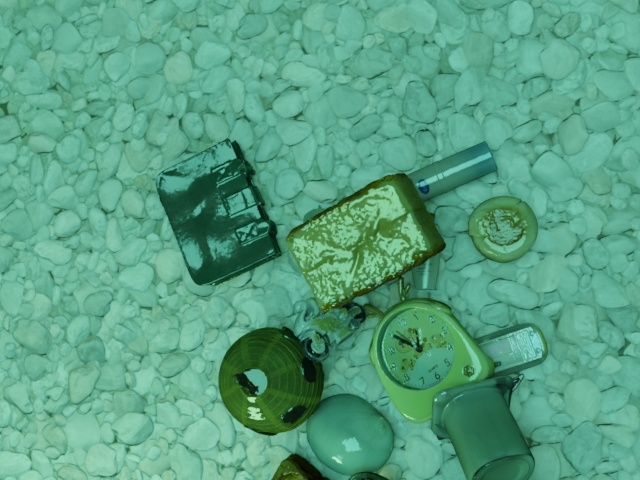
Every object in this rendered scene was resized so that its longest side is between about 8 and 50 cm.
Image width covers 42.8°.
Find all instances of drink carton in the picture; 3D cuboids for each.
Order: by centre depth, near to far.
[{"bbox_3d":[0.358,0.425,1.741,0.186,0.191,0.189,-13,43,-12],"label":"drink carton"}]

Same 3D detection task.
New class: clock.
[{"bbox_3d":[0.227,0.239,1.862,0.235,0.096,0.308,-39,71,19],"label":"clock"}]

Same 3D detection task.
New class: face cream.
[{"bbox_3d":[0.284,-0.149,1.911,0.250,0.077,0.077,-24,79,11],"label":"face cream"},{"bbox_3d":[0.245,0.025,1.917,0.072,0.051,0.182,0,84,16],"label":"face cream"}]

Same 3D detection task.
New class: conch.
[{"bbox_3d":[0.063,0.447,1.901,0.221,0.121,0.184,11,58,20],"label":"conch"}]

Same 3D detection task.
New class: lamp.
[{"bbox_3d":[-0.122,0.316,1.864,0.250,0.284,0.250,-3,80,18],"label":"lamp"}]

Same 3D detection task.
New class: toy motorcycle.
[{"bbox_3d":[0.008,0.184,1.892,0.151,0.229,0.074,40,136,11],"label":"toy motorcycle"}]

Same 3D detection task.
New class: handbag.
[{"bbox_3d":[-0.252,-0.065,2.035,0.239,0.089,0.326,-24,78,11],"label":"handbag"}]

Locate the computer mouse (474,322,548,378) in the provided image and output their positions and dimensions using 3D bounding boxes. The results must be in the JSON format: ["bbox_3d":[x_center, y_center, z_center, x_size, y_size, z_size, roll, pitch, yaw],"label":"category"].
[{"bbox_3d":[0.414,0.255,1.852,0.199,0.045,0.102,-24,78,19],"label":"computer mouse"}]

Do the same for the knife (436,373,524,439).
[{"bbox_3d":[0.368,0.384,1.868,0.247,0.018,0.035,-37,74,7],"label":"knife"}]

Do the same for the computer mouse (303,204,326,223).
[{"bbox_3d":[0.000,0.000,1.981,0.089,0.056,0.181,-4,83,9],"label":"computer mouse"}]

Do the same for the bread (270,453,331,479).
[{"bbox_3d":[-0.054,0.599,1.893,0.149,0.143,0.158,28,88,15],"label":"bread"}]

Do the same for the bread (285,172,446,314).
[{"bbox_3d":[0.103,0.000,1.785,0.279,0.279,0.207,-28,85,17],"label":"bread"}]

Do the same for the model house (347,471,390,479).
[{"bbox_3d":[0.149,0.665,1.767,0.294,0.154,0.207,38,96,-14],"label":"model house"}]

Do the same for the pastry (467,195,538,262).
[{"bbox_3d":[0.415,-0.025,1.860,0.157,0.092,0.156,-1,87,12],"label":"pastry"}]
